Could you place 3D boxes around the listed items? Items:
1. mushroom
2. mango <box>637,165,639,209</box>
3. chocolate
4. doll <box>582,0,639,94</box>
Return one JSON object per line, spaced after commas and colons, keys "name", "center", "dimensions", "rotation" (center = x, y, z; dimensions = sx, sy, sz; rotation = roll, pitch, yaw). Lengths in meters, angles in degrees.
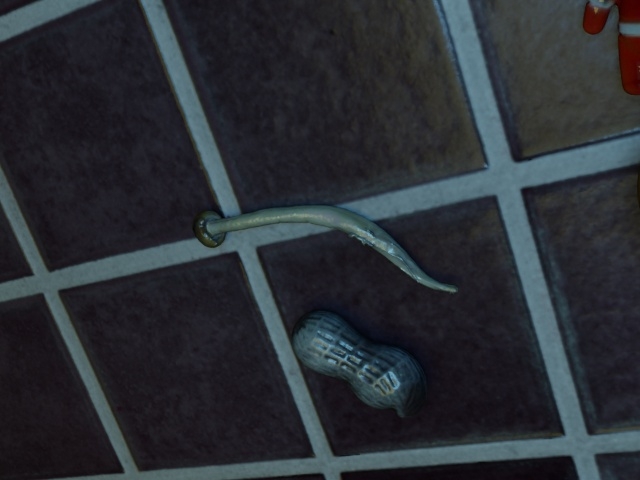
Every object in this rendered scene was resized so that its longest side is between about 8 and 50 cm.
{"name": "mushroom", "center": [0.001, -0.002, 0.876], "dimensions": [0.306, 0.043, 0.068], "rotation": [9, 132, 17]}
{"name": "mango", "center": [0.348, 0.007, 0.681], "dimensions": [0.126, 0.154, 0.252], "rotation": [-28, 113, 22]}
{"name": "chocolate", "center": [0.043, 0.134, 0.895], "dimensions": [0.167, 0.072, 0.072], "rotation": [29, 119, 11]}
{"name": "doll", "center": [0.275, -0.238, 0.645], "dimensions": [0.142, 0.076, 0.245], "rotation": [-7, 112, 23]}
